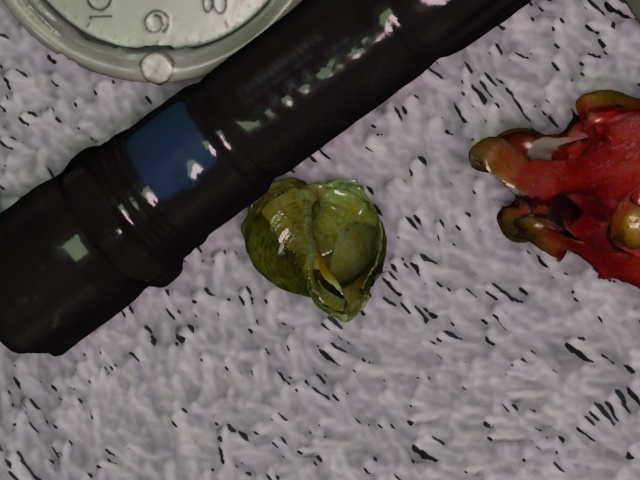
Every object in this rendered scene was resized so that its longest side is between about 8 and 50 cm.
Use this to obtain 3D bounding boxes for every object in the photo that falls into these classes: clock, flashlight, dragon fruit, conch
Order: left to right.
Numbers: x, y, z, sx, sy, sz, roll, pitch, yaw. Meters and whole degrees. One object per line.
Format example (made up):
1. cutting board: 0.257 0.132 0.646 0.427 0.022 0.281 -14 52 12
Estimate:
1. clock: -0.107 -0.221 1.265 0.236 0.053 0.236 0 97 4
2. flashlight: -0.048 -0.076 1.230 0.424 0.103 0.103 -36 91 12
3. conch: 0.000 0.000 1.263 0.089 0.074 0.121 -43 51 5
4. dragon fruit: 0.195 -0.031 1.224 0.207 0.150 0.133 14 127 8

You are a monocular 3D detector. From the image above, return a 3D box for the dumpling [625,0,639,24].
1. dumpling: 0.259 -0.189 1.215 0.152 0.108 0.219 -23 95 6
